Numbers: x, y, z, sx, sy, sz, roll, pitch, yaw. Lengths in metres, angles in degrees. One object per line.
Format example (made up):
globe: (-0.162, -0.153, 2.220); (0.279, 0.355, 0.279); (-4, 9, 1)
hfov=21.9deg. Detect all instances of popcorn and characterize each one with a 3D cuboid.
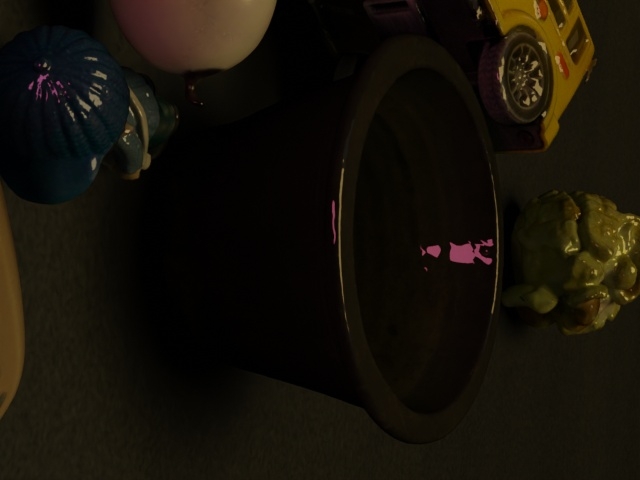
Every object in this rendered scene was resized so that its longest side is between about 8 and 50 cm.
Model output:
popcorn: (0.236, 0.020, 1.565); (0.135, 0.162, 0.141); (56, -6, 11)

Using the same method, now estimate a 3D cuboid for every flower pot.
flower pot: (0.000, 0.000, 0.974); (0.235, 0.148, 0.235); (4, 85, -64)

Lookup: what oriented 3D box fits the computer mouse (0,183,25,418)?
computer mouse: (-0.176, 0.018, 0.585); (0.145, 0.082, 0.236); (-46, 157, -27)

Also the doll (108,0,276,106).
doll: (-0.091, -0.202, 0.796); (0.271, 0.144, 0.208); (38, 47, -53)

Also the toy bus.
toy bus: (0.053, -0.211, 1.042); (0.152, 0.144, 0.330); (-53, 127, -36)

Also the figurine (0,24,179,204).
figurine: (-0.110, -0.068, 0.824); (0.077, 0.079, 0.136); (48, 27, 12)
